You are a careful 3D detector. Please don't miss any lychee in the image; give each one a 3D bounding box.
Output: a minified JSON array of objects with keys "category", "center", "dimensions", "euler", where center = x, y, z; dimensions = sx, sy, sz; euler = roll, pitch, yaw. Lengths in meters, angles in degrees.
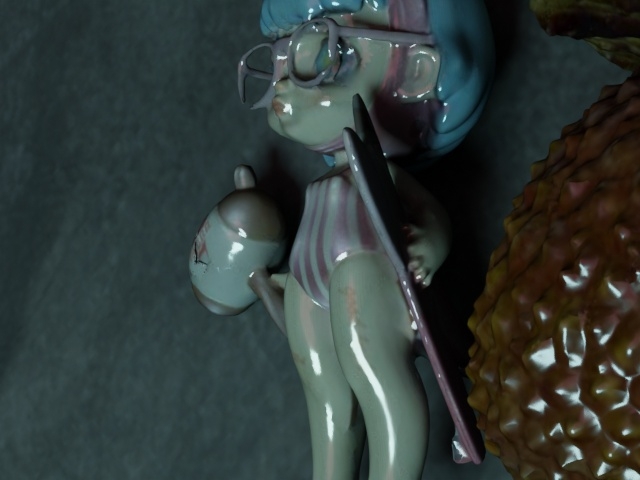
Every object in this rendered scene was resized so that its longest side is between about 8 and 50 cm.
[{"category":"lychee","center":[0.147,0.024,0.452],"dimensions":[0.194,0.194,0.194],"euler":[-5,80,30]}]

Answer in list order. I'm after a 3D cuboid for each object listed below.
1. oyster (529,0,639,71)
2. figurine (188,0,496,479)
[{"category":"oyster","center":[0.211,-0.151,0.503],"dimensions":[0.361,0.096,0.221],"euler":[25,88,28]},{"category":"figurine","center":[0.014,0.000,0.602],"dimensions":[0.205,0.102,0.260],"euler":[163,108,-65]}]
